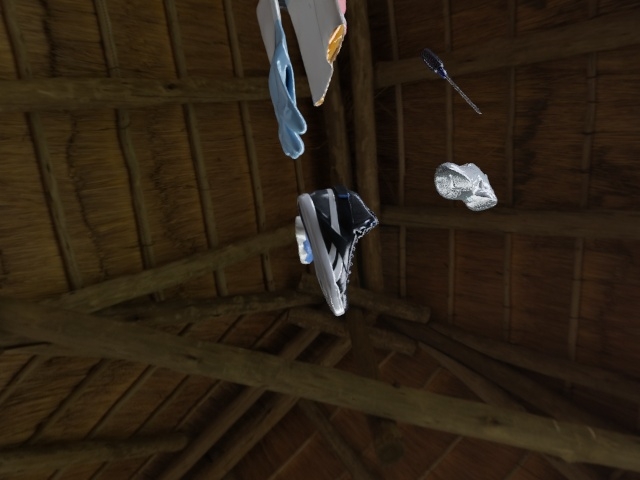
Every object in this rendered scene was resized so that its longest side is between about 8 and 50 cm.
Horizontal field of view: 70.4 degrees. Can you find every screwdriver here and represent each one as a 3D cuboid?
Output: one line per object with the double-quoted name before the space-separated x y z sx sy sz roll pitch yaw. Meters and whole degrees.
"screwdriver" 0.227 -0.278 0.801 0.024 0.025 0.169 -11 -116 -38

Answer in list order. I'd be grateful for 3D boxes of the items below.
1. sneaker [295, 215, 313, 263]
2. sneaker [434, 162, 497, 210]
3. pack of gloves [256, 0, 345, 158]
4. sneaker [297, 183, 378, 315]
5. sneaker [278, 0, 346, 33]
"sneaker" 0.000 0.001 0.879 0.085 0.152 0.058 -2 -121 2
"sneaker" 0.226 -0.095 0.720 0.054 0.152 0.061 -22 -118 39
"pack of gloves" -0.047 -0.201 0.408 0.046 0.195 0.231 -6 -111 -16
"sneaker" 0.048 0.013 0.762 0.121 0.079 0.216 -18 -77 -10
"sneaker" -0.020 -0.469 0.801 0.116 0.314 0.136 9 -80 11
